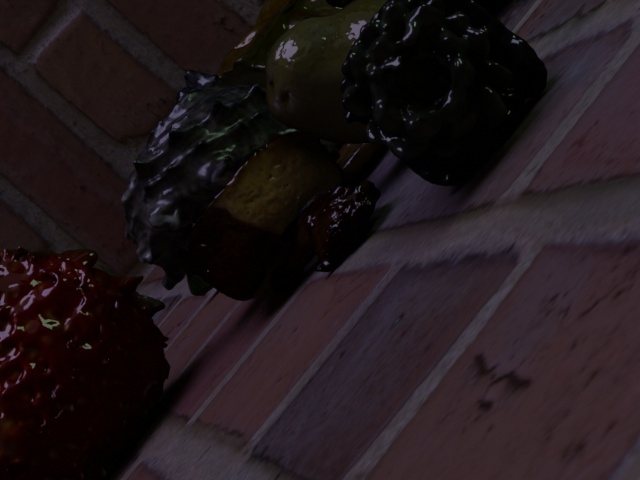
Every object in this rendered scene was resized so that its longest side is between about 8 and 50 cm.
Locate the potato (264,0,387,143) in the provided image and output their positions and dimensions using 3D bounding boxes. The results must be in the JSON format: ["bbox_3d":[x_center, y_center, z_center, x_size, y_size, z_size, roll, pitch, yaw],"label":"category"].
[{"bbox_3d":[0.043,-0.163,1.539,0.194,0.157,0.157,-11,-5,-17],"label":"potato"}]

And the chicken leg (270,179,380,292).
[{"bbox_3d":[0.003,-0.006,1.492,0.205,0.053,0.093,135,158,-73],"label":"chicken leg"}]

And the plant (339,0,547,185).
[{"bbox_3d":[0.086,-0.119,1.225,0.129,0.132,0.194,-52,2,8],"label":"plant"}]

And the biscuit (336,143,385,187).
[{"bbox_3d":[0.027,-0.077,1.788,0.188,0.027,0.188,-48,5,6],"label":"biscuit"}]

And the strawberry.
[{"bbox_3d":[-0.312,0.177,1.727,0.292,0.292,0.343,-41,28,50],"label":"strawberry"}]

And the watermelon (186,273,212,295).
[{"bbox_3d":[-0.091,-0.059,2.200,0.301,0.123,0.129,-53,-14,-43],"label":"watermelon"}]

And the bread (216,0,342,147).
[{"bbox_3d":[-0.015,-0.226,2.142,0.196,0.238,0.252,92,-163,-45],"label":"bread"}]

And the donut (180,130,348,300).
[{"bbox_3d":[-0.049,-0.018,1.590,0.184,0.073,0.166,-48,-20,4],"label":"donut"}]

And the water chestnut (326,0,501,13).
[{"bbox_3d":[0.121,-0.349,1.801,0.289,0.289,0.244,168,110,-79],"label":"water chestnut"}]

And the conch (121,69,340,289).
[{"bbox_3d":[-0.102,-0.056,1.735,0.241,0.186,0.313,-61,2,10],"label":"conch"}]
